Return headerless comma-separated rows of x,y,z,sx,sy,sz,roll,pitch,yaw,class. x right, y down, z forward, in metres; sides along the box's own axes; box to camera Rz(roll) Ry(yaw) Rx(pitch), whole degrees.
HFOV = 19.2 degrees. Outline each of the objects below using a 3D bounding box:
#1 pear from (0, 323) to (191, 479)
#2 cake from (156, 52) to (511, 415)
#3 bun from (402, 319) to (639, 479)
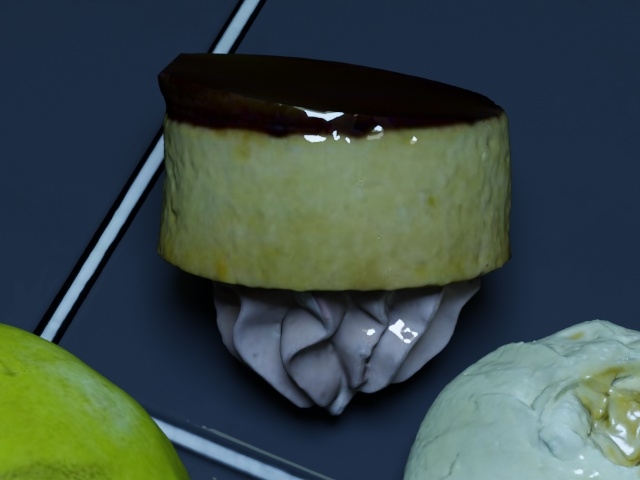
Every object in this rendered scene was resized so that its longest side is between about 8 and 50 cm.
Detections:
-0.197,0.156,0.861,0.307,0.253,0.253,5,57,19,pear
0.000,0.000,1.016,0.208,0.178,0.185,19,18,30,cake
0.149,0.120,0.948,0.222,0.127,0.222,-2,58,3,bun
